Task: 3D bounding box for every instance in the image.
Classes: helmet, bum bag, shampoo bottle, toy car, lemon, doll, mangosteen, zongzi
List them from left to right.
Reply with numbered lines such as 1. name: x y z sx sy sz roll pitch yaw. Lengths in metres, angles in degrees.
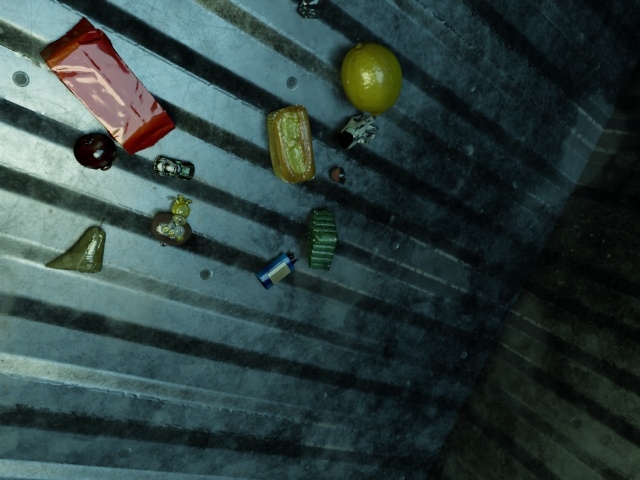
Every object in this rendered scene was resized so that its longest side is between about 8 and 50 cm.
1. zongzi: -0.817 0.013 1.740 0.177 0.081 0.189 7 98 -21
2. mangosteen: -0.714 -0.276 1.669 0.140 0.140 0.140 -10 112 -26
3. doll: -0.528 -0.069 1.858 0.145 0.096 0.188 2 96 -37
4. toy car: -0.509 -0.252 1.823 0.142 0.055 0.069 10 99 -33
5. shampoo bottle: -0.172 0.118 2.143 0.183 0.050 0.087 -38 118 -12
6. bum bag: -0.010 -0.894 1.877 0.087 0.049 0.198 22 97 -28
7. helmet: 0.071 -0.267 2.144 0.084 0.049 0.065 59 40 -57
8. lemon: 0.196 -0.619 1.983 0.236 0.236 0.263 -35 152 -14

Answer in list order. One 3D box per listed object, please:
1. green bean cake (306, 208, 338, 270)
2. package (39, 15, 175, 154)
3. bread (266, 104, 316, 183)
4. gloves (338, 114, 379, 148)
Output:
1. green bean cake: 0.000 0.000 2.153 0.107 0.194 0.208 2 132 -11
2. package: -0.652 -0.463 1.630 0.196 0.123 0.424 -40 120 -8
3. bread: -0.110 -0.364 1.970 0.152 0.119 0.288 -19 115 -26
4. gloves: 0.155 -0.449 2.097 0.212 0.111 0.128 -51 153 -45
